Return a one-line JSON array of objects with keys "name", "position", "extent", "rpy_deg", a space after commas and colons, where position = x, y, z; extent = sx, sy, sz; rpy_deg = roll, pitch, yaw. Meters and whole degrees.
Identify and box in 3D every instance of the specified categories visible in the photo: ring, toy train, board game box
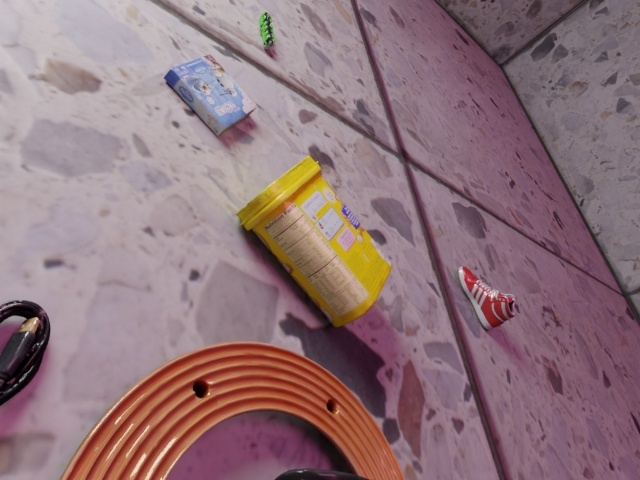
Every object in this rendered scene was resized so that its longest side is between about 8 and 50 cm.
[{"name": "ring", "position": [-0.034, 0.238, 0.340], "extent": [0.337, 0.032, 0.336], "rpy_deg": [29, 43, -31]}, {"name": "toy train", "position": [-0.088, -0.342, 0.766], "extent": [0.017, 0.024, 0.083], "rpy_deg": [14, 51, -32]}, {"name": "board game box", "position": [-0.133, -0.183, 0.584], "extent": [0.090, 0.020, 0.090], "rpy_deg": [48, 35, -12]}]

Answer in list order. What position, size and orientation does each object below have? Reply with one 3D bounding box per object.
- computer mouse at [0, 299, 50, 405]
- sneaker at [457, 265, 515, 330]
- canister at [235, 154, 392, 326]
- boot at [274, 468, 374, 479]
[{"name": "computer mouse", "position": [-0.190, 0.132, 0.236], "extent": [0.071, 0.041, 0.242], "rpy_deg": [27, 43, -33]}, {"name": "sneaker", "position": [0.289, 0.088, 0.809], "extent": [0.042, 0.067, 0.118], "rpy_deg": [-4, 65, -51]}, {"name": "canister", "position": [0.000, 0.000, 0.542], "extent": [0.170, 0.073, 0.126], "rpy_deg": [51, 35, -8]}, {"name": "boot", "position": [-0.028, 0.231, 0.247], "extent": [0.338, 0.118, 0.222], "rpy_deg": [45, 32, -32]}]
